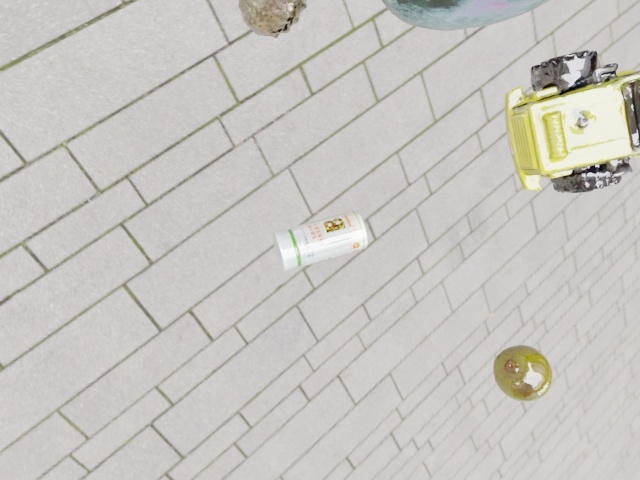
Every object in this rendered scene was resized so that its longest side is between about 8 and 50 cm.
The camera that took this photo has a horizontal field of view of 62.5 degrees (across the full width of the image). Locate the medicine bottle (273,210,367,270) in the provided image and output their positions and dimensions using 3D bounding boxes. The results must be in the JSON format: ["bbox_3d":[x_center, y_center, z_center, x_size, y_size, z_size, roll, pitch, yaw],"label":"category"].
[{"bbox_3d":[0.000,0.000,1.101,0.184,0.086,0.086,-16,116,-12],"label":"medicine bottle"}]

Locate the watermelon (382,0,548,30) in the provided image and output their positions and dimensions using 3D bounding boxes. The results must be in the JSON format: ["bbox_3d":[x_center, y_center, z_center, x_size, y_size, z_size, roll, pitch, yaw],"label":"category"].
[{"bbox_3d":[0.157,-0.283,0.453,0.175,0.188,0.322,-60,152,-5],"label":"watermelon"}]

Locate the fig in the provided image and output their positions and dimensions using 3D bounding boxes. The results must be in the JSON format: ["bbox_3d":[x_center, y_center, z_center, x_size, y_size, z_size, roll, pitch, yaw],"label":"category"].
[{"bbox_3d":[0.276,0.180,0.707,0.088,0.074,0.073,34,86,-36],"label":"fig"}]

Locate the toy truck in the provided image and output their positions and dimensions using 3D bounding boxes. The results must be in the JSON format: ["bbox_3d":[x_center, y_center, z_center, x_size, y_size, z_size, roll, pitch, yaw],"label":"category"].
[{"bbox_3d":[0.315,-0.123,0.476,0.286,0.111,0.136,-14,100,6],"label":"toy truck"}]

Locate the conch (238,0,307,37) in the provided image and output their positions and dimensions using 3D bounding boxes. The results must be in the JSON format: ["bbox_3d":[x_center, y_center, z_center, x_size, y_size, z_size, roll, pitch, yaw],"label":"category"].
[{"bbox_3d":[-0.087,-0.410,0.818,0.207,0.130,0.155,7,84,-62],"label":"conch"}]
